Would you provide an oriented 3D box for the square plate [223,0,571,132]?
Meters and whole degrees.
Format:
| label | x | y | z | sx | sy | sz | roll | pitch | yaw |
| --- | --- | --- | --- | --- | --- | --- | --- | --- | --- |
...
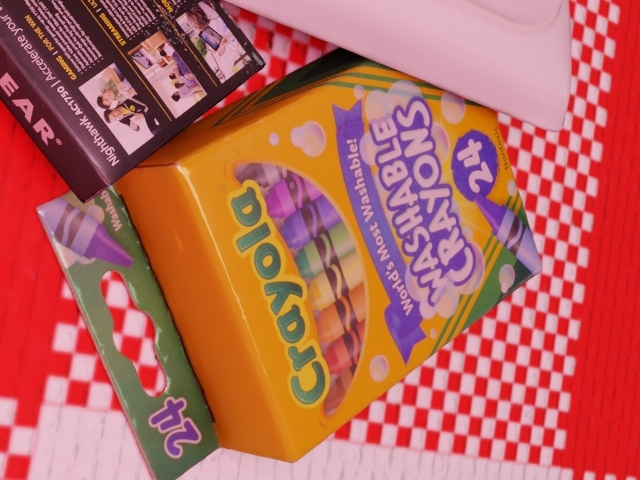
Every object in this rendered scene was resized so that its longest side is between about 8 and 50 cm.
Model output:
| label | x | y | z | sx | sy | sz | roll | pitch | yaw |
| --- | --- | --- | --- | --- | --- | --- | --- | --- | --- |
| square plate | 0.054 | -0.279 | 0.820 | 0.344 | 0.049 | 0.347 | 16 | 68 | -34 |

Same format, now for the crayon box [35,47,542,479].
| label | x | y | z | sx | sy | sz | roll | pitch | yaw |
| --- | --- | --- | --- | --- | --- | --- | --- | --- | --- |
| crayon box | 0.000 | 0.000 | 0.815 | 0.323 | 0.083 | 0.203 | -33 | 111 | -36 |

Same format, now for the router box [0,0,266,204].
| label | x | y | z | sx | sy | sz | roll | pitch | yaw |
| --- | --- | --- | --- | --- | --- | --- | --- | --- | --- |
| router box | -0.134 | -0.131 | 0.693 | 0.133 | 0.046 | 0.179 | -43 | 101 | -33 |
